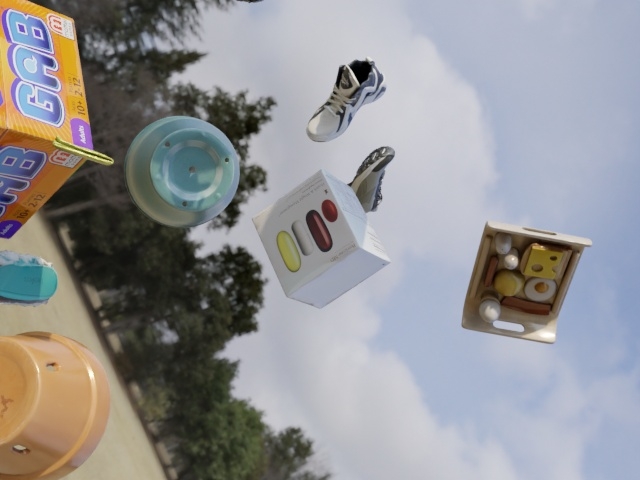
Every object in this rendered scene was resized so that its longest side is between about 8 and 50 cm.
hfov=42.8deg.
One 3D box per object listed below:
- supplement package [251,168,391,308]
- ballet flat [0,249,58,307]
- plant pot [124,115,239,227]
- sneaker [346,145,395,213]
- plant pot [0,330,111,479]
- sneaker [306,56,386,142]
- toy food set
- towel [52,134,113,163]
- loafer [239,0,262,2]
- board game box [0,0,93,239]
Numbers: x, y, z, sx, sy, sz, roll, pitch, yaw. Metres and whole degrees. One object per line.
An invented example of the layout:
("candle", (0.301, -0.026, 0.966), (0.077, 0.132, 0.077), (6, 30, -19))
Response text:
("supplement package", (0.000, 0.000, 1.710), (0.149, 0.194, 0.203), (26, 33, -58))
("ballet flat", (-0.723, 0.074, 1.695), (0.147, 0.147, 0.409), (61, 14, 21))
("plant pot", (-0.303, -0.156, 1.861), (0.255, 0.272, 0.271), (-164, -126, -74))
("sneaker", (0.132, -0.145, 2.201), (0.108, 0.100, 0.271), (32, -51, -3))
("plant pot", (-0.561, 0.293, 1.500), (0.290, 0.291, 0.203), (61, -2, 22))
("sneaker", (0.050, -0.342, 1.915), (0.094, 0.235, 0.153), (54, -2, 25))
("toy food set", (0.446, 0.097, 1.799), (0.092, 0.220, 0.306), (-75, 173, -48))
("towel", (-0.410, -0.155, 1.423), (0.237, 0.102, 0.021), (-163, -90, -74))
("loafer", (-0.162, -0.634, 1.821), (0.076, 0.078, 0.223), (-116, -159, -43))
("board game box", (-0.721, -0.265, 1.635), (0.357, 0.356, 0.356), (-36, -123, 34))
